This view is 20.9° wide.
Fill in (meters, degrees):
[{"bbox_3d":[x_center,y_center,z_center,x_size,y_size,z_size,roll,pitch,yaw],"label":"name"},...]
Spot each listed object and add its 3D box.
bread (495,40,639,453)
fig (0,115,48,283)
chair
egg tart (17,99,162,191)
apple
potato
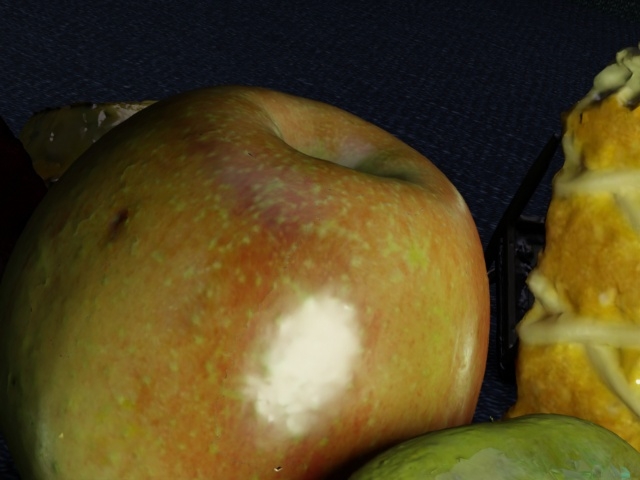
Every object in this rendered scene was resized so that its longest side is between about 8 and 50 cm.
[{"bbox_3d":[0.339,0.084,1.059,0.390,0.371,0.279,24,20,40],"label":"bread"},{"bbox_3d":[-0.294,-0.002,1.235,0.224,0.224,0.263,16,34,18],"label":"fig"},{"bbox_3d":[0.236,0.049,1.517,0.188,0.166,0.272,6,-26,-13],"label":"chair"},{"bbox_3d":[-0.165,-0.058,1.512,0.288,0.118,0.288,0,-3,0],"label":"egg tart"},{"bbox_3d":[-0.044,0.050,1.094,0.319,0.277,0.319,12,16,-3],"label":"apple"},{"bbox_3d":[0.091,0.181,0.953,0.248,0.143,0.169,-17,65,-35],"label":"potato"}]
